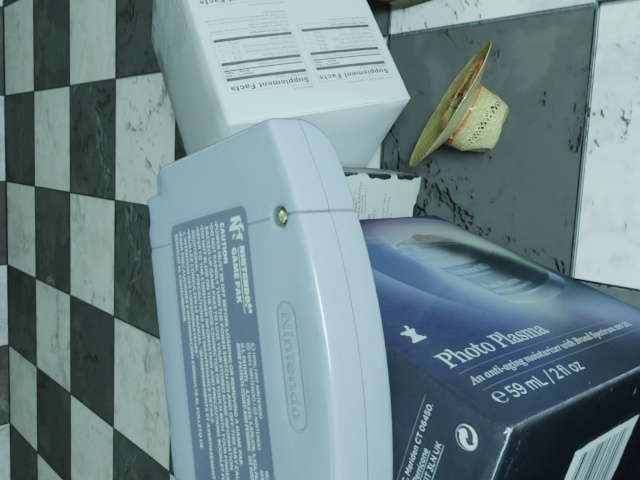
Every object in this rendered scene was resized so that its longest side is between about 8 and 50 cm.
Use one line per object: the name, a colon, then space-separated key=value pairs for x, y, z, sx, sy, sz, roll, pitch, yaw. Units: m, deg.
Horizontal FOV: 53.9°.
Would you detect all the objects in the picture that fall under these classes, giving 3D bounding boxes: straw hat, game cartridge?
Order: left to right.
game cartridge: x=-0.041 y=0.081 z=0.426 sx=0.198 sy=0.062 sz=0.298 roll=-10 pitch=85 yaw=44
straw hat: x=0.151 y=-0.119 z=0.626 sx=0.061 sy=0.144 sz=0.145 roll=29 pitch=123 yaw=-4

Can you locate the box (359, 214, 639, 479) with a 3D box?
box: x=0.093 y=0.109 z=0.535 sx=0.294 sy=0.296 sz=0.183 roll=30 pitch=115 yaw=42

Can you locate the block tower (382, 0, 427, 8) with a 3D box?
block tower: x=0.095 y=-0.429 z=0.649 sx=0.097 sy=0.090 sz=0.336 roll=3 pitch=95 yaw=47

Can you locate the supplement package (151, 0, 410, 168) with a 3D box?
supplement package: x=-0.063 y=-0.201 z=0.722 sx=0.199 sy=0.197 sz=0.263 roll=124 pitch=130 yaw=-62

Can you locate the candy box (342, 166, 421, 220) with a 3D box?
candy box: x=0.000 y=0.000 z=0.678 sx=0.071 sy=0.233 sz=0.159 roll=19 pitch=106 yaw=46
